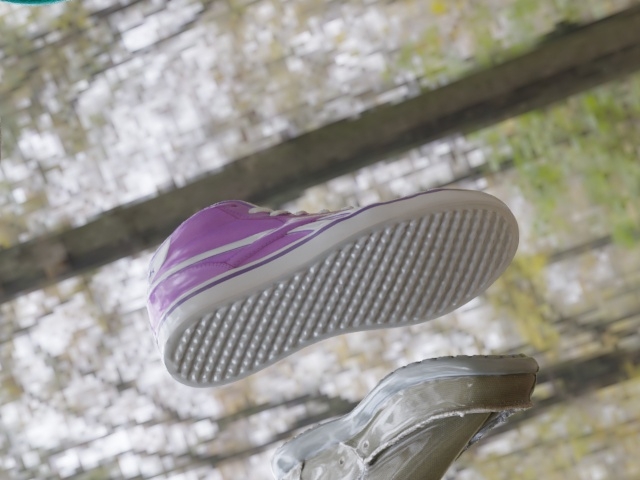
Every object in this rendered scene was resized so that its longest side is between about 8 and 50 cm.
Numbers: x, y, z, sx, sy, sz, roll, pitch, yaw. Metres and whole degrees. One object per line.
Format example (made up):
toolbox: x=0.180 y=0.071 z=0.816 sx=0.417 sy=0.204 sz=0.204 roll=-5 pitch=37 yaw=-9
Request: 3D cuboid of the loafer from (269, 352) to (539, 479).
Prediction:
loafer: x=0.063 y=0.145 z=1.289 sx=0.094 sy=0.251 sz=0.087 roll=1 pitch=-115 yaw=-36

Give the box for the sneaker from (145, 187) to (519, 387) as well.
sneaker: x=-0.001 y=-0.001 z=1.449 sx=0.161 sy=0.282 sz=0.102 roll=-112 pitch=7 yaw=-57

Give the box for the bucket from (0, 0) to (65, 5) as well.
bucket: x=-0.267 y=-0.363 z=1.834 sx=0.281 sy=0.281 sz=0.183 roll=70 pitch=162 yaw=2
